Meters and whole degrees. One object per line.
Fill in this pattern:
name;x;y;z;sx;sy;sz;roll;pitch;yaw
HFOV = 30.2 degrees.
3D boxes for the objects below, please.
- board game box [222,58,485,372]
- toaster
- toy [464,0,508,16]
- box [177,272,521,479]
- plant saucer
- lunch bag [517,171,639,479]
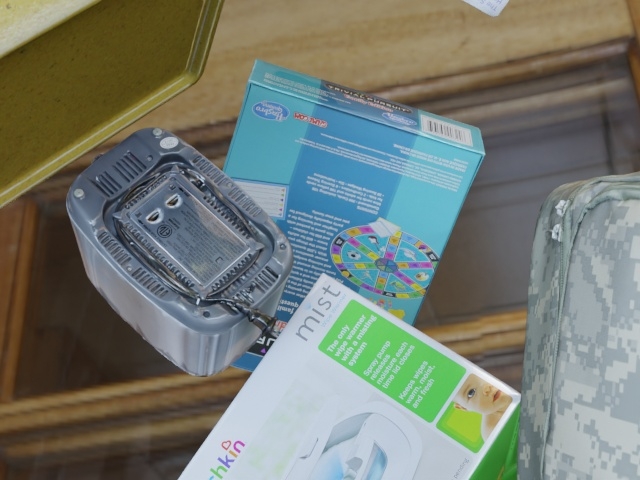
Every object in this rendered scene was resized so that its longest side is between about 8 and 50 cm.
board game box;0.000;0.000;1.301;0.254;0.079;0.336;17;116;-5
toaster;-0.115;0.022;1.027;0.227;0.129;0.146;41;155;13
toy;0.138;-0.273;0.848;0.137;0.056;0.237;26;123;-14
box;0.033;0.202;1.045;0.262;0.231;0.127;-54;148;-6
plant saucer;-0.181;-0.144;0.855;0.333;0.081;0.333;-37;171;-25
lunch bag;0.258;0.092;0.786;0.213;0.305;0.256;5;-178;-5
